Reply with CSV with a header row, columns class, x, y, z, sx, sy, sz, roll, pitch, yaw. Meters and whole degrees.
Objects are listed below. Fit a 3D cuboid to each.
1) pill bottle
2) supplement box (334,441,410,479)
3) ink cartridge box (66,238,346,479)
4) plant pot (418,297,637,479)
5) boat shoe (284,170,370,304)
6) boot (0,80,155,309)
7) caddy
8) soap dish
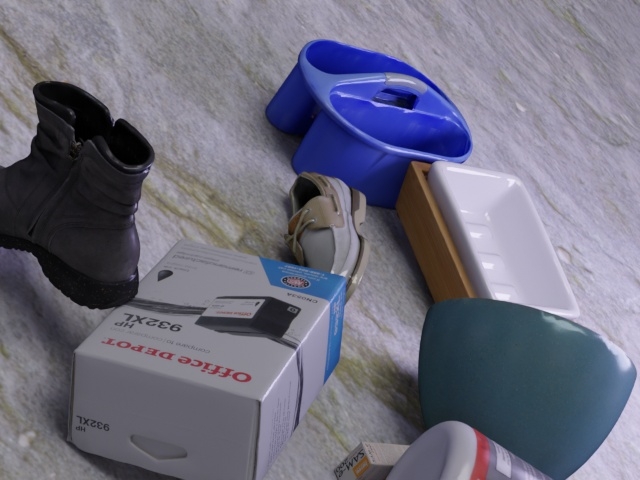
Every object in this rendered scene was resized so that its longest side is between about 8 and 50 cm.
class,x,y,z,sx,sy,sz,roll,pitch,yaw
pill bottle,0.249,0.389,1.981,0.363,0.210,0.210,33,31,-12
supplement box,0.076,0.285,2.071,0.098,0.062,0.036,11,42,-41
ink cartridge box,-0.123,0.134,1.898,0.223,0.129,0.307,13,28,13
plant pot,0.249,0.226,2.178,0.290,0.290,0.195,28,68,-20
boat shoe,0.000,0.000,2.320,0.103,0.113,0.302,30,22,-15
boot,-0.319,-0.090,1.886,0.338,0.223,0.118,27,36,24
caddy,0.086,-0.191,2.583,0.341,0.179,0.241,8,43,-42
soap dish,0.249,0.026,2.515,0.229,0.118,0.291,8,50,-42
